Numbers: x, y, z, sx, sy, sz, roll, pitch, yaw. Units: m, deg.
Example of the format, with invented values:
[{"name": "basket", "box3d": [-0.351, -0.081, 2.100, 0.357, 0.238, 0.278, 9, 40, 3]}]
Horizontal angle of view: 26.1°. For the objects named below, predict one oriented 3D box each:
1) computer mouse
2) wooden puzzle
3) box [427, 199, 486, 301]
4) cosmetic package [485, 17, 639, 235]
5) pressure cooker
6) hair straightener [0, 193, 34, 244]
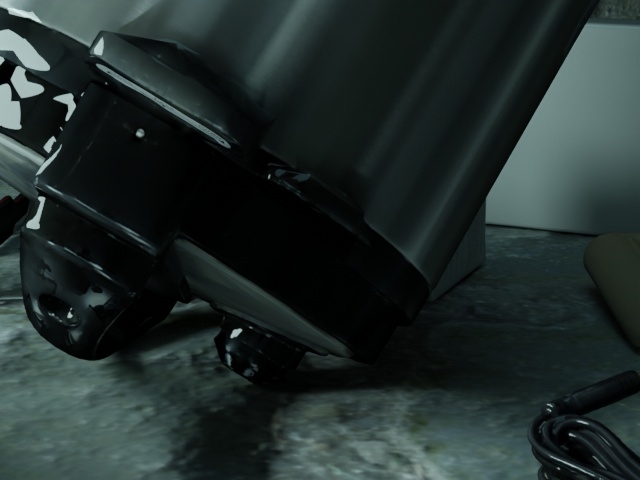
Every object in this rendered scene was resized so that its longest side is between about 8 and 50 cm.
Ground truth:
[{"name": "computer mouse", "box3d": [0.232, 0.102, 0.681, 0.262, 0.060, 0.184, -19, 25, -30]}, {"name": "wooden puzzle", "box3d": [0.333, 0.038, 1.034, 0.239, 0.044, 0.221, -3, 16, 1]}, {"name": "box", "box3d": [0.076, -0.032, 1.142, 0.091, 0.130, 0.170, 4, 11, 20]}, {"name": "cosmetic package", "box3d": [0.298, -0.118, 1.394, 0.385, 0.217, 0.156, 9, 14, 26]}, {"name": "pressure cooker", "box3d": [-0.051, -0.113, 0.859, 0.375, 0.420, 0.370, 25, -8, 42]}, {"name": "hair straightener", "box3d": [-0.256, -0.021, 1.308, 0.089, 0.047, 0.230, 1, 7, -1]}]
